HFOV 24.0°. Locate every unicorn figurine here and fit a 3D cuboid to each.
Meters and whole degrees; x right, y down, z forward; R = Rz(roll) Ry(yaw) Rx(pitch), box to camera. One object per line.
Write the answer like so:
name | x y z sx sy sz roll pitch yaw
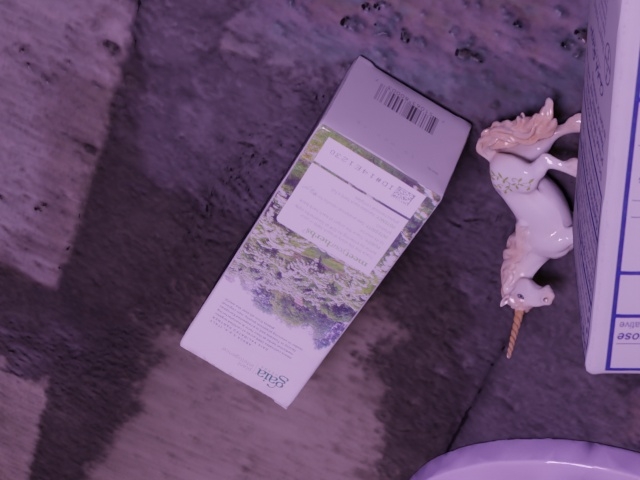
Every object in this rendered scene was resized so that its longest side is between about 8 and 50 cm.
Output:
unicorn figurine | 0.154 -0.016 1.016 0.111 0.060 0.162 -17 102 29

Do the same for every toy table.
toy table | 0.183 0.271 1.150 0.274 0.161 0.252 -7 123 22

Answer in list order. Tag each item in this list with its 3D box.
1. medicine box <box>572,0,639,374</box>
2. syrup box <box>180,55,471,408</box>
medicine box | 0.282 -0.073 0.836 0.263 0.149 0.289 1 127 4
syrup box | 0.000 0.000 1.046 0.093 0.096 0.237 31 130 -4
